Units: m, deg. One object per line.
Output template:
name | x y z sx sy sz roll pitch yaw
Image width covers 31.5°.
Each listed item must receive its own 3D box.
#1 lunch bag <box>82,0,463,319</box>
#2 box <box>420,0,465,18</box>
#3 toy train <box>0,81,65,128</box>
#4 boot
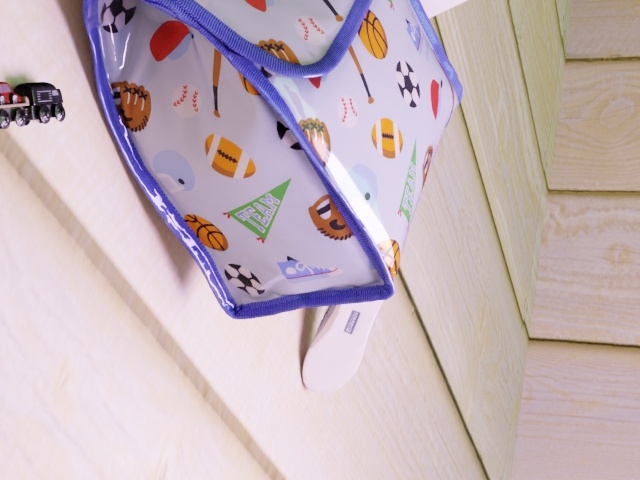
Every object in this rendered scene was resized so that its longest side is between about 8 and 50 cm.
lunch bag | -0.040 -0.174 1.085 0.385 0.239 0.328 58 36 -30
box | 0.119 -0.464 1.326 0.215 0.168 0.345 38 46 -37
toy train | -0.236 -0.099 0.830 0.158 0.027 0.036 -27 113 -68
boot | 0.036 0.105 1.466 0.190 0.069 0.086 -62 -175 21
